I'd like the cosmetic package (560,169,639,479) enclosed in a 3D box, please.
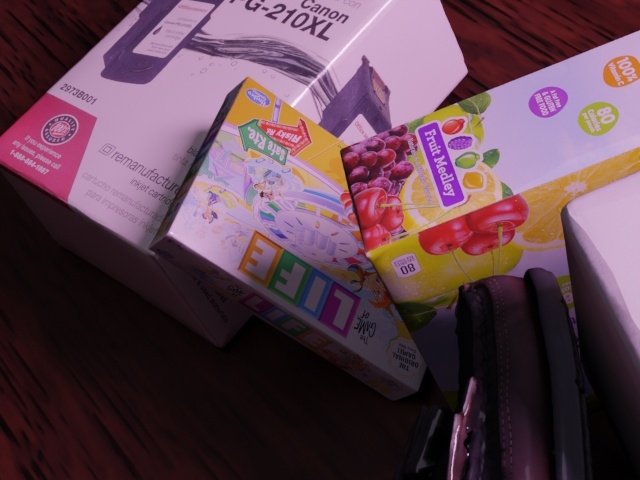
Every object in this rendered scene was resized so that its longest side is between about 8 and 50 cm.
[{"bbox_3d":[0.337,0.022,0.439,0.453,0.161,0.230,-24,61,3],"label":"cosmetic package"}]

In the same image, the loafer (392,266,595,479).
[{"bbox_3d":[0.052,0.148,0.469,0.095,0.109,0.303,-1,63,4],"label":"loafer"}]

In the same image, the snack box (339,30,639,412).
[{"bbox_3d":[0.136,-0.003,0.590,0.207,0.174,0.070,-20,48,8],"label":"snack box"}]

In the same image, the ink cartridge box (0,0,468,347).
[{"bbox_3d":[-0.053,-0.079,0.794,0.172,0.100,0.237,28,68,39],"label":"ink cartridge box"}]

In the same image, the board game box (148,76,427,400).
[{"bbox_3d":[0.000,0.000,0.677,0.026,0.154,0.103,-31,31,55],"label":"board game box"}]
